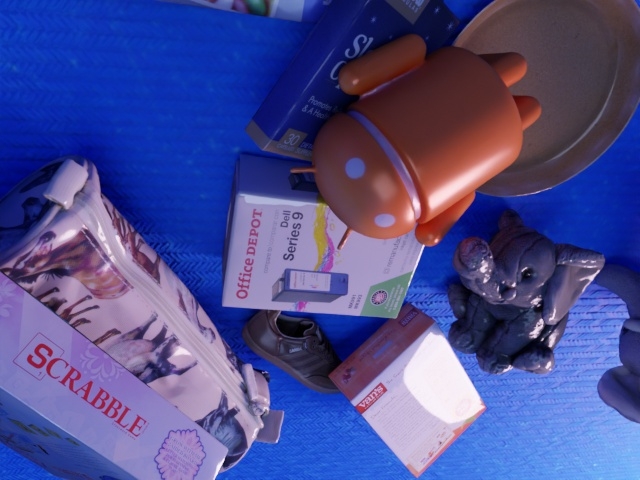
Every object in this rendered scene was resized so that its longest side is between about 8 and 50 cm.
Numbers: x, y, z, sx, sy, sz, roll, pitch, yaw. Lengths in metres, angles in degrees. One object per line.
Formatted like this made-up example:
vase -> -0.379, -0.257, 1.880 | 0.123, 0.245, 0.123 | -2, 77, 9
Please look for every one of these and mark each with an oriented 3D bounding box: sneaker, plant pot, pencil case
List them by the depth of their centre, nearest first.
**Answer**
plant pot -> 0.227, -0.157, 0.538 | 0.237, 0.032, 0.236 | -4, 125, -5
pencil case -> -0.204, 0.101, 0.567 | 0.184, 0.159, 0.410 | -16, 126, 19
sneaker -> -0.015, 0.150, 0.690 | 0.188, 0.066, 0.071 | 33, 113, -28

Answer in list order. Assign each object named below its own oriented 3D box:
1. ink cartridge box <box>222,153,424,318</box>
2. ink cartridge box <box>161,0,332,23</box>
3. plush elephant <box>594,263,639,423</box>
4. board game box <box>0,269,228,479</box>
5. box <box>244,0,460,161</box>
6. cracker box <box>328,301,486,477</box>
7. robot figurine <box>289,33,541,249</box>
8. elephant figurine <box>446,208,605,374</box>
ink cartridge box -> 0.000, 0.000, 0.573 | 0.213, 0.093, 0.154 | 7, 123, -12
ink cartridge box -> -0.069, -0.280, 0.390 | 0.312, 0.065, 0.185 | 3, 124, -13
plush elephant -> 0.489, 0.097, 0.648 | 0.255, 0.272, 0.329 | -25, 95, 52
board game box -> -0.297, 0.132, 0.473 | 0.319, 0.065, 0.318 | -15, 125, 41
box -> 0.043, -0.167, 0.457 | 0.225, 0.036, 0.137 | -51, 153, 23
cracker box -> 0.134, 0.222, 0.733 | 0.156, 0.067, 0.232 | -40, 124, -9
robot figurine -> 0.087, -0.084, 0.451 | 0.220, 0.128, 0.158 | -33, 153, -6
elephant figurine -> 0.239, 0.042, 0.592 | 0.170, 0.185, 0.239 | 6, 135, 13
